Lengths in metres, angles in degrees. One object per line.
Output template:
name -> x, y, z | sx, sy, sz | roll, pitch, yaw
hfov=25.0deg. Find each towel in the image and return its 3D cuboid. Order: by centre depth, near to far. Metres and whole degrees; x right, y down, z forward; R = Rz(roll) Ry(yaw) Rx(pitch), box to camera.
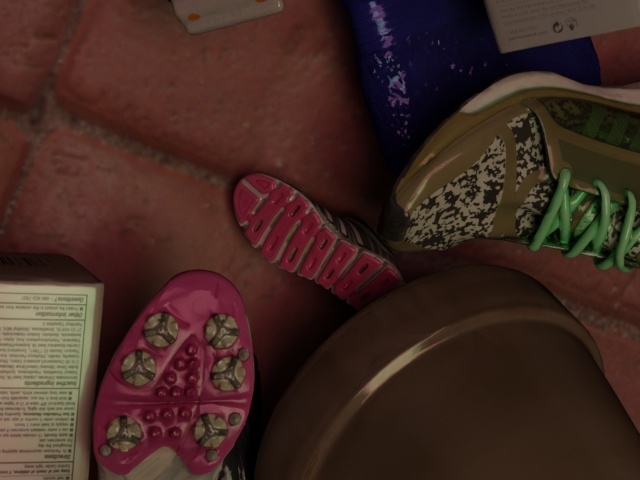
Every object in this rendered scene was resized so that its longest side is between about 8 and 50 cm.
towel -> 0.104, -0.233, 1.224 | 0.228, 0.076, 0.308 | -25, 107, -24

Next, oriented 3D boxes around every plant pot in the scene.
plant pot -> 0.148, 0.228, 1.150 | 0.323, 0.280, 0.323 | -18, 130, -22

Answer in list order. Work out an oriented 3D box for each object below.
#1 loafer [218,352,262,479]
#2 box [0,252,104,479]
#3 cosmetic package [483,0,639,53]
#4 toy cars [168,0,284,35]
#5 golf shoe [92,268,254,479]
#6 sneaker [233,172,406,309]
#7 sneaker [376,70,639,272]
loafer -> -0.088, 0.189, 1.223 | 0.078, 0.076, 0.223 | 1, 109, 14
box -> -0.258, 0.130, 1.106 | 0.149, 0.127, 0.232 | 3, 98, -23
cosmetic package -> 0.212, -0.301, 1.141 | 0.224, 0.138, 0.224 | -41, 116, -44
toy cars -> -0.035, -0.347, 1.087 | 0.393, 0.176, 0.087 | -60, 158, -3
golf shoe -> -0.127, 0.166, 1.120 | 0.115, 0.140, 0.306 | 12, 96, -10
sneaker -> 0.000, 0.000, 1.228 | 0.170, 0.075, 0.063 | 34, 104, -2
sneaker -> 0.241, -0.036, 1.200 | 0.410, 0.182, 0.158 | -11, 138, -29
